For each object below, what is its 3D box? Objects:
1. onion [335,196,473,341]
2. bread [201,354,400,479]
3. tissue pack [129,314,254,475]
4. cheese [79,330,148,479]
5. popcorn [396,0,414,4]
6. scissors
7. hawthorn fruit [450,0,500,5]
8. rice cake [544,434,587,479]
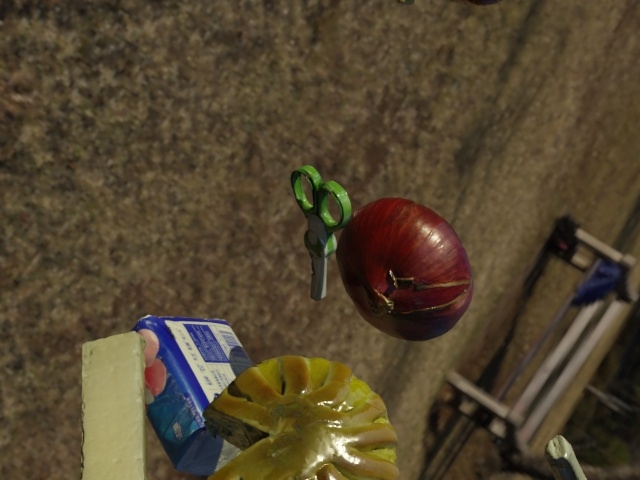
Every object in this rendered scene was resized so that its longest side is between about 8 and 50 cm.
[{"bbox_3d":[0.121,0.051,1.729,0.161,0.248,0.248,-24,152,-25],"label":"onion"},{"bbox_3d":[-0.039,0.306,1.553,0.333,0.333,0.160,-50,154,-27],"label":"bread"},{"bbox_3d":[-0.204,0.264,1.911,0.209,0.270,0.137,5,128,-43],"label":"tissue pack"},{"bbox_3d":[-0.240,0.253,1.290,0.400,0.085,0.034,-101,-177,-49],"label":"cheese"},{"bbox_3d":[0.112,-0.408,1.559,0.152,0.167,0.148,-20,113,-9],"label":"popcorn"},{"bbox_3d":[0.000,0.000,1.463,0.027,0.101,0.204,-27,136,-30],"label":"scissors"},{"bbox_3d":[0.263,-0.538,2.078,0.207,0.243,0.207,-14,109,-47],"label":"hawthorn fruit"},{"bbox_3d":[0.463,0.455,1.993,0.052,0.256,0.057,-27,-150,4],"label":"rice cake"}]
